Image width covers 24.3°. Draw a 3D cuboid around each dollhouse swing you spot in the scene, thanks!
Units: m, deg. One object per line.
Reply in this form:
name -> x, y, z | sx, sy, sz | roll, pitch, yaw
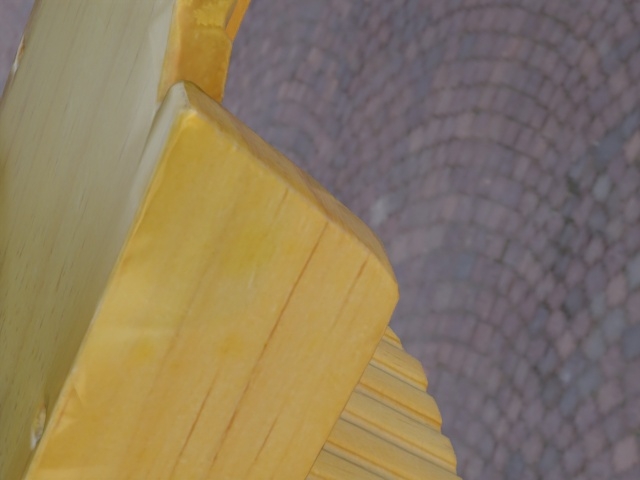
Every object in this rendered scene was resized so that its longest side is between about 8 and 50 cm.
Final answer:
dollhouse swing -> 0.000, 0.000, 0.770 | 0.347, 0.305, 0.315 | -107, 38, -54
